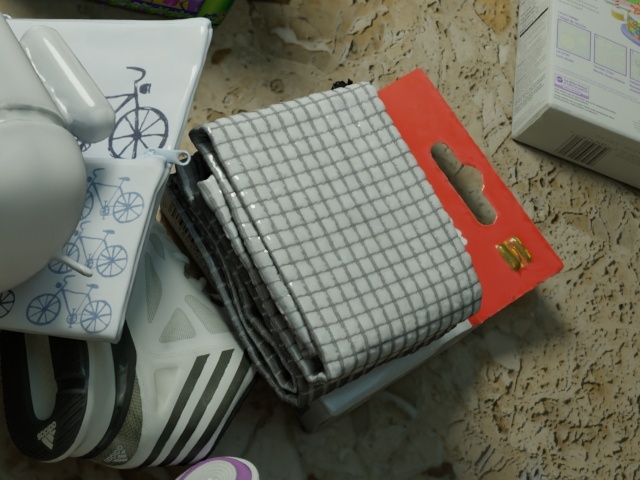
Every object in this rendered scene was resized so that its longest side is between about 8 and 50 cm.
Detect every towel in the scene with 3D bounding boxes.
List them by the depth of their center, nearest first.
[{"bbox_3d":[0.000,0.000,1.390,0.235,0.121,0.283,-21,76,-37],"label":"towel"}]

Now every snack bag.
[{"bbox_3d":[-0.273,-0.076,1.305,0.323,0.037,0.342,6,67,26],"label":"snack bag"}]

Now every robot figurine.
[{"bbox_3d":[-0.328,-0.094,1.175,0.300,0.200,0.353,-25,70,-25],"label":"robot figurine"}]

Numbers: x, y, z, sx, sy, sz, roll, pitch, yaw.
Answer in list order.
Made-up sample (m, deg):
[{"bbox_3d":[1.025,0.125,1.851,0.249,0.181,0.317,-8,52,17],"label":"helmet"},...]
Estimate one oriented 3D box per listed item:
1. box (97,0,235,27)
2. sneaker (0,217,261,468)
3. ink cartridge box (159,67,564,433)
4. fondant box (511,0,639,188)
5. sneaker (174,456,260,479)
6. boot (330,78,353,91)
[{"bbox_3d":[-0.199,-0.411,1.549,0.290,0.279,0.177,10,60,-24],"label":"box"},{"bbox_3d":[-0.195,0.035,1.412,0.257,0.169,0.447,20,47,-41],"label":"sneaker"},{"bbox_3d":[0.063,-0.014,1.544,0.385,0.091,0.308,-30,79,-24],"label":"ink cartridge box"},{"bbox_3d":[0.391,-0.249,1.885,0.238,0.096,0.330,20,57,-17],"label":"fondant box"},{"bbox_3d":[-0.131,0.343,1.247,0.305,0.114,0.152,-49,136,-34],"label":"sneaker"},{"bbox_3d":[0.039,-0.132,1.666,0.099,0.045,0.121,33,51,-7],"label":"boot"}]
